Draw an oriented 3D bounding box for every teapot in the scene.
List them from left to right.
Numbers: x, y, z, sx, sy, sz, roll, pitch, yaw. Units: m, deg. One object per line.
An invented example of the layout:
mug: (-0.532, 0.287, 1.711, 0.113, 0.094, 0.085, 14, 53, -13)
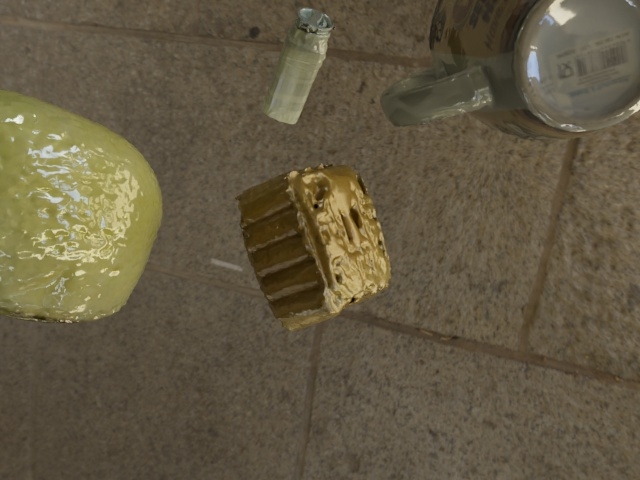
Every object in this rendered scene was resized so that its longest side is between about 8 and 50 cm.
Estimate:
teapot: (-0.039, -0.323, 0.981, 0.077, 0.107, 0.200, 19, 135, -11)

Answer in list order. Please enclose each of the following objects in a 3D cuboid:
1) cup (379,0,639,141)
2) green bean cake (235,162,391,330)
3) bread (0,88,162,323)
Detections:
cup: (0.206, -0.200, 0.583, 0.301, 0.257, 0.227, -22, 108, 15)
green bean cake: (0.000, 0.000, 0.816, 0.131, 0.224, 0.229, -19, 90, 33)
bread: (-0.357, -0.041, 0.654, 0.321, 0.320, 0.237, 17, 82, 14)
